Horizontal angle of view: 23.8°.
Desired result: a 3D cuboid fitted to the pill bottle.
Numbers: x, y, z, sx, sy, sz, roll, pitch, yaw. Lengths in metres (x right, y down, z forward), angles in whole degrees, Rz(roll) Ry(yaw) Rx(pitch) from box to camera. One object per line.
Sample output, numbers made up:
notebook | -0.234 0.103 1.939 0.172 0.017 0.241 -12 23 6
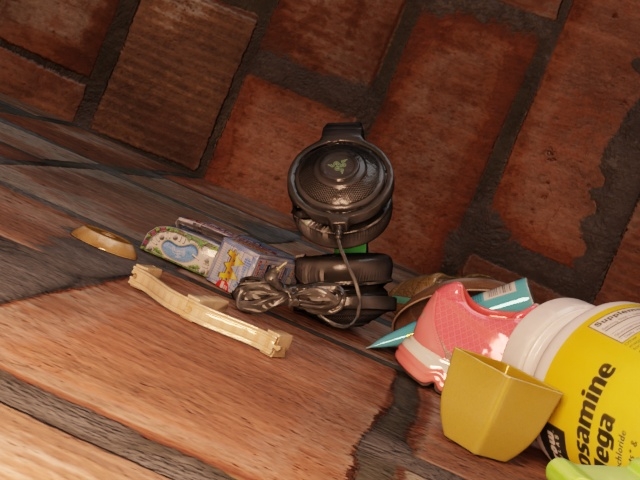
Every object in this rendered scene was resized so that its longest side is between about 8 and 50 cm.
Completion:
pill bottle | 0.322 0.169 1.459 0.188 0.188 0.334 21 4 -32

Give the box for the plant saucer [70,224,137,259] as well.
plant saucer | -0.248 0.000 1.763 0.083 0.015 0.083 23 4 -2

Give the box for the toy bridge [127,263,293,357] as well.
toy bridge | -0.115 0.068 1.501 0.188 0.026 0.063 25 7 26

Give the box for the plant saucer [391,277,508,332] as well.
plant saucer | 0.190 0.096 1.949 0.198 0.036 0.198 0 -31 0

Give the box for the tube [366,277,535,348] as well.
tube | 0.159 0.099 1.848 0.207 0.052 0.080 -17 -10 11

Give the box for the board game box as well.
board game box | -0.118 0.021 1.901 0.194 0.060 0.194 23 3 5

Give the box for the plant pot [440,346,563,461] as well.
plant pot | 0.160 0.158 1.421 0.081 0.083 0.081 20 4 -40

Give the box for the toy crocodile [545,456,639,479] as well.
toy crocodile | 0.338 0.238 1.191 0.340 0.105 0.115 22 4 -5

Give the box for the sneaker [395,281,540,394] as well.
sneaker | 0.246 0.146 1.713 0.314 0.136 0.116 24 4 8

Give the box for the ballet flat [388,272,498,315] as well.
ballet flat | 0.209 0.108 2.452 0.124 0.116 0.342 3 -3 30

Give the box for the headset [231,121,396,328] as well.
headset | 0.000 0.000 1.865 0.185 0.243 0.394 -1 21 3
